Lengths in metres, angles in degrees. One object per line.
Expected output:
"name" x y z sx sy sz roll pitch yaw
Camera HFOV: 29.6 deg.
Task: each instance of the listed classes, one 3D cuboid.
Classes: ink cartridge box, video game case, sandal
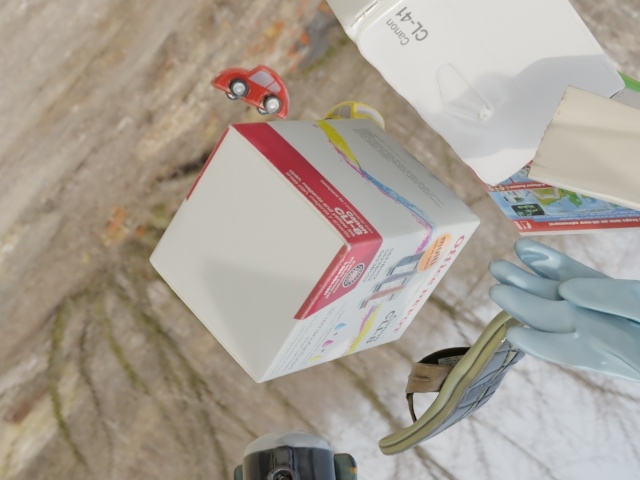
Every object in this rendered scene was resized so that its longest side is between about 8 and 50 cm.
"ink cartridge box" 0.069 -0.221 0.906 0.131 0.226 0.306 -39 -131 13
"video game case" 0.230 -0.103 1.277 0.204 0.285 0.025 -2 -129 44
"sandal" 0.165 0.162 1.491 0.120 0.086 0.303 -16 149 -47
"ink cartridge box" 0.000 0.000 0.860 0.176 0.127 0.128 -11 140 -54

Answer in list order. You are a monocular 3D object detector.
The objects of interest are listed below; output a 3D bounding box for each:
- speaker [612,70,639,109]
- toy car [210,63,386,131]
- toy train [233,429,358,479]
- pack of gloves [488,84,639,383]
"speaker" 0.368 -0.192 1.688 0.131 0.296 0.131 -28 137 -30
"toy car" 0.007 -0.144 1.458 0.053 0.239 0.225 -65 157 -1
"toy train" -0.008 0.304 0.891 0.190 0.142 0.334 79 7 -68
"pack of gloves" 0.225 0.023 0.736 0.046 0.232 0.195 89 26 -59
